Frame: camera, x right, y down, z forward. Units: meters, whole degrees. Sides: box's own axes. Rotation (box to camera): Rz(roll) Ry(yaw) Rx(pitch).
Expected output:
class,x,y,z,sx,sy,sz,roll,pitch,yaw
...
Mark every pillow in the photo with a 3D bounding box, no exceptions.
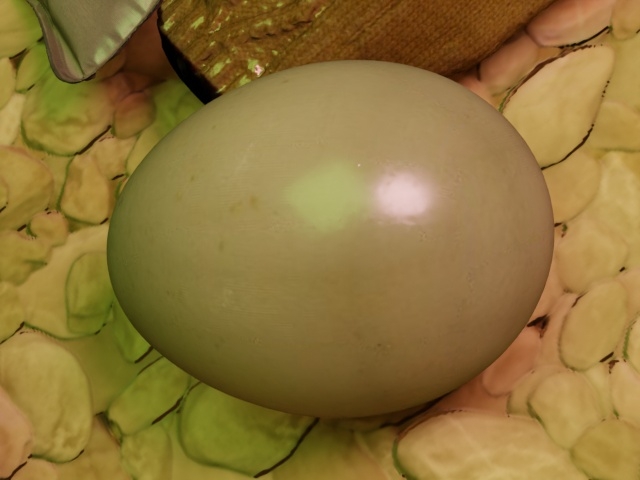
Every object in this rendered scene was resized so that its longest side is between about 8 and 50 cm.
class,x,y,z,sx,sy,sz,roll,pitch,yaw
pillow,-0.157,-0.193,1.019,0.130,0.038,0.233,-46,39,6

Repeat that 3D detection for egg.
class,x,y,z,sx,sy,sz,roll,pitch,yaw
egg,0.000,0.000,0.799,0.253,0.188,0.189,-3,65,29

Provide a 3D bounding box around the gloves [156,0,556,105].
class,x,y,z,sx,sy,sz,roll,pitch,yaw
gloves,0.059,-0.204,0.889,0.356,0.155,0.203,-39,56,3
